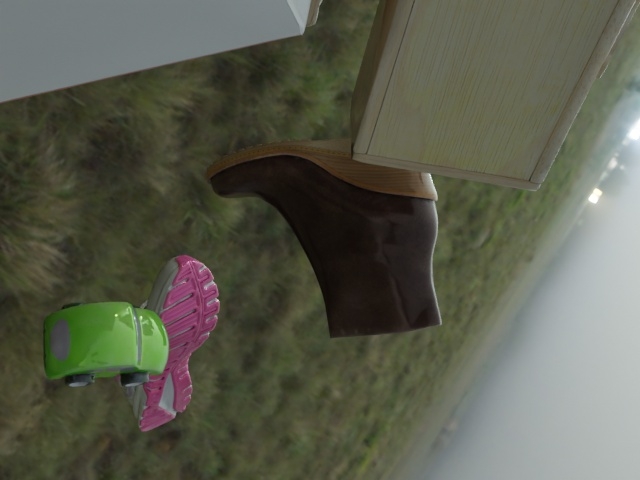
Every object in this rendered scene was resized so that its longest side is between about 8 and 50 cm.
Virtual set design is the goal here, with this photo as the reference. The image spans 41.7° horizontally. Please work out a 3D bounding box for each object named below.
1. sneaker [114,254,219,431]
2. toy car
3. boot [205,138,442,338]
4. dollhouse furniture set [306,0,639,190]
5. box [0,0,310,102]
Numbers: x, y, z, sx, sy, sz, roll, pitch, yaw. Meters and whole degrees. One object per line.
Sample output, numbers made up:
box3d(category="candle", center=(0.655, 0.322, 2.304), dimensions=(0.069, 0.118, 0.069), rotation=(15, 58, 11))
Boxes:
box3d(category="sneaker", center=(-0.213, 0.118, 1.065), dimensions=(0.103, 0.111, 0.252), rotation=(-14, 133, -50))
box3d(category="toy car", center=(-0.205, 0.068, 0.588), dimensions=(0.225, 0.239, 0.053), rotation=(4, 158, -34))
box3d(category="boot", center=(0.000, 0.000, 0.878), dimensions=(0.090, 0.248, 0.207), rotation=(3, 83, -74))
box3d(category="dollhouse furniture set", center=(0.122, -0.276, 0.707), dimensions=(0.394, 0.362, 0.256), rotation=(-89, -168, -45))
box3d(category="box", center=(-0.112, -0.270, 0.480), dimensions=(0.168, 0.215, 0.345), rotation=(58, 32, -47))
